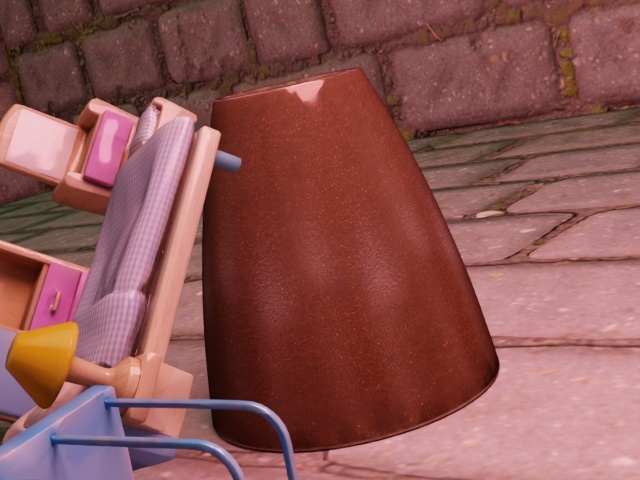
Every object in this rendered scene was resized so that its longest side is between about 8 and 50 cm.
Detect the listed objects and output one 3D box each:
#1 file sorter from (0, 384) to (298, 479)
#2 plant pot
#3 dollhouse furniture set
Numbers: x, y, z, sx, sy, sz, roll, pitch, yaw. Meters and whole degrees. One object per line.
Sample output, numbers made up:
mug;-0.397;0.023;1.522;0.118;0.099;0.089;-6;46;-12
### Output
file sorter;-0.085;0.143;0.385;0.104;0.118;0.170;-4;13;26
plant pot;0.000;0.000;0.720;0.215;0.230;0.215;-13;10;2
dollhouse furniture set;-0.185;-0.017;0.626;0.198;0.286;0.303;20;-22;-21
